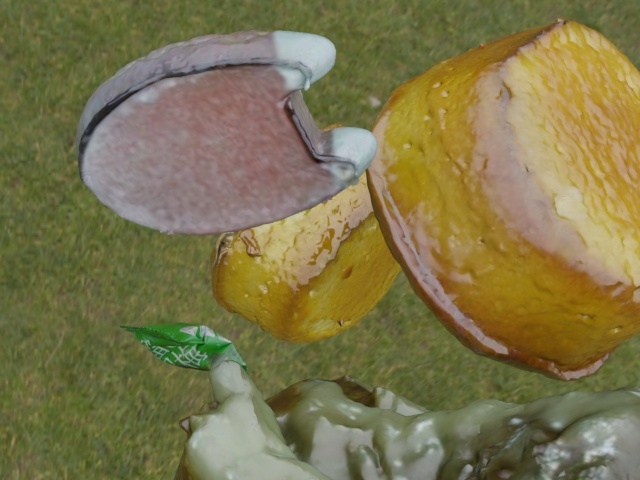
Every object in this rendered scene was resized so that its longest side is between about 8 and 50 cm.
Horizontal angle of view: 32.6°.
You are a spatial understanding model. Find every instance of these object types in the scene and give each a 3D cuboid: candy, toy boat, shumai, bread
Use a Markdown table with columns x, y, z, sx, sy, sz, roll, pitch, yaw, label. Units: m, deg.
| x | y | z | sx | sy | sz | roll | pitch | yaw | label |
| --- | --- | --- | --- | --- | --- | --- | --- | --- | --- |
| -0.234 | 0.181 | 1.929 | 0.203 | 0.141 | 0.078 | 29 | 60 | -45 | candy |
| -0.076 | -0.085 | 0.818 | 0.227 | 0.155 | 0.085 | -13 | 38 | 22 | toy boat |
| 0.046 | 0.220 | 0.789 | 0.323 | 0.324 | 0.397 | 33 | 74 | 28 | shumai |
| -0.002 | 0.000 | 1.686 | 0.204 | 0.358 | 0.337 | 33 | 90 | 25 | bread |
| 0.185 | -0.036 | 0.905 | 0.312 | 0.172 | 0.312 | 19 | 56 | -31 | bread |
